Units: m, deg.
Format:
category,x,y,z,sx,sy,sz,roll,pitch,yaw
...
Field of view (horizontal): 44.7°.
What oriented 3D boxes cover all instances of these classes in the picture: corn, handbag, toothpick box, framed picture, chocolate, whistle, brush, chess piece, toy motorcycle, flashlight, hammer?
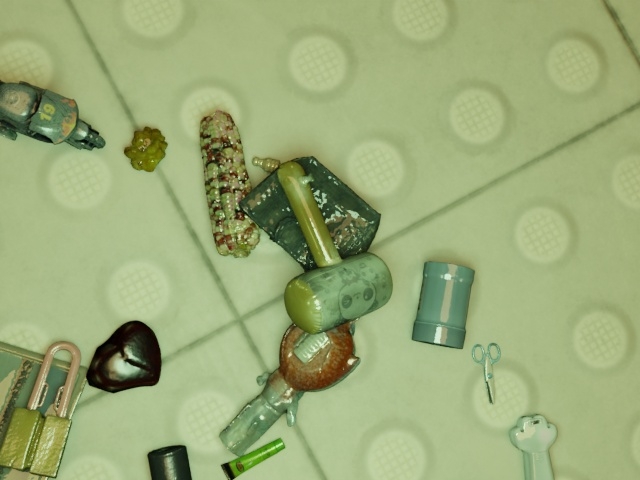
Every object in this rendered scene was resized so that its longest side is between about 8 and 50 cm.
category,x,y,z,sx,sy,sz,roll,pitch,yaw
corn,-0.177,-0.104,1.472,0.092,0.092,0.280,-11,81,-8
handbag,-0.010,-0.037,1.457,0.270,0.089,0.175,41,77,-16
toothpick box,0.235,0.125,1.489,0.101,0.101,0.153,12,81,-6
framed picture,-0.561,0.333,1.375,0.213,0.016,0.289,19,69,-5
chocolate,-0.347,0.224,1.407,0.125,0.080,0.149,47,72,-3
whistle,-0.049,0.252,1.431,0.346,0.134,0.142,-46,76,-1
brush,-0.481,0.291,1.373,0.103,0.047,0.233,15,68,-7
chess piece,-0.087,-0.143,1.512,0.092,0.035,0.035,14,82,-2
toy motorcycle,-0.537,-0.239,1.394,0.308,0.173,0.108,21,83,-6
flashlight,0.421,0.438,1.508,0.093,0.047,0.200,-7,87,-7
hammer,0.000,0.000,1.377,0.202,0.113,0.305,-19,88,-35

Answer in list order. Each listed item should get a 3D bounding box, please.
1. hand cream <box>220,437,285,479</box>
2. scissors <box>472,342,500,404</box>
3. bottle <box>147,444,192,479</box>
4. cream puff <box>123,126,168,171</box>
category,x,y,z,sx,sy,sz,roll,pitch,yaw
hand cream,-0.124,0.406,1.453,0.122,0.023,0.036,-27,91,-5
scissors,0.332,0.262,1.530,0.058,0.014,0.119,-5,81,-7
bottle,-0.254,0.495,1.399,0.082,0.072,0.244,-12,85,33
cream puff,-0.329,-0.173,1.470,0.083,0.058,0.083,-22,89,-11
